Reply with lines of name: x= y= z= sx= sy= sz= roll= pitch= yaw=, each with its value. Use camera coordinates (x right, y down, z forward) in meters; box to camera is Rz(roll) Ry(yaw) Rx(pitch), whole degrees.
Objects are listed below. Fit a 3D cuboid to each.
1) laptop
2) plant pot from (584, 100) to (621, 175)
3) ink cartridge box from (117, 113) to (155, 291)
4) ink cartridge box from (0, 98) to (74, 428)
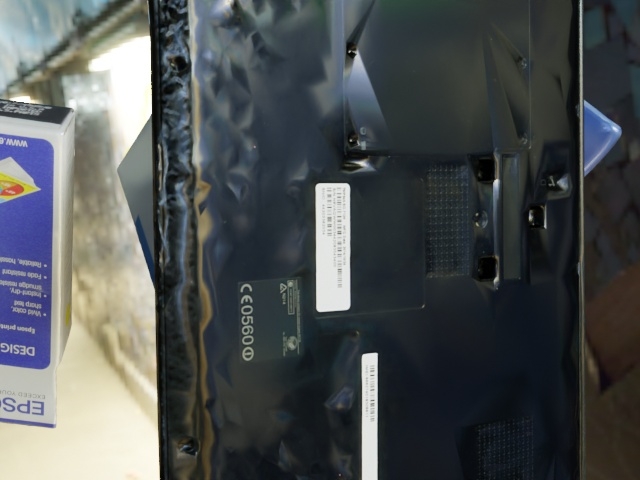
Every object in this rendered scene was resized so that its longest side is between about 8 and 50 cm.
laptop: x=0.021 y=-0.009 z=0.459 sx=0.264 sy=0.234 sz=0.136 roll=-3 pitch=3 yaw=-40
plant pot: x=0.187 y=-0.111 z=1.474 sx=0.236 sy=0.212 sz=0.236 roll=38 pitch=10 yaw=6
ink cartridge box: x=0.000 y=0.000 z=1.118 sx=0.307 sy=0.129 sz=0.223 roll=24 pitch=20 yaw=-30
ink cartridge box: x=-0.376 y=0.010 z=1.167 sx=0.303 sy=0.307 sz=0.072 roll=8 pitch=29 yaw=0
